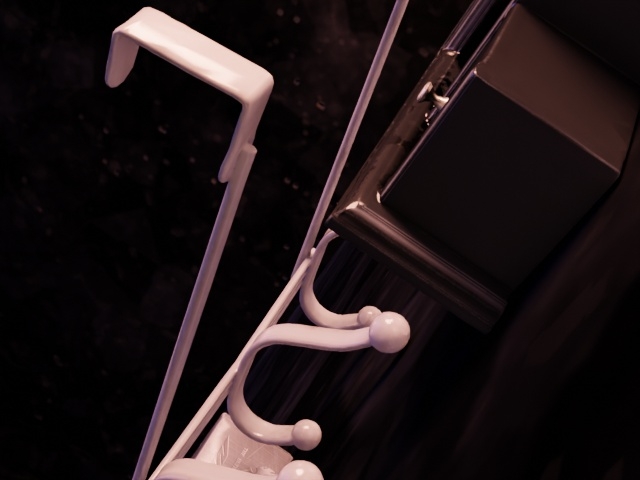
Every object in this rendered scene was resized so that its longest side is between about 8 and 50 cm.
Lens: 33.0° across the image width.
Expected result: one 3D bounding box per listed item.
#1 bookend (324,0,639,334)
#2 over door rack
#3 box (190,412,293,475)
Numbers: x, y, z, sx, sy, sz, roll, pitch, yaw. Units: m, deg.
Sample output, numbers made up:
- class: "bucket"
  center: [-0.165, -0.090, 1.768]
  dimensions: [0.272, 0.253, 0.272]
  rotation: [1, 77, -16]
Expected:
- class: "bookend"
  center: [0.091, -0.075, 0.398]
  dimensions: [0.156, 0.072, 0.157]
  rotation: [-55, 2, 41]
- class: "over door rack"
  center: [0.000, 0.000, 0.538]
  dimensions: [0.239, 0.108, 0.324]
  rotation: [-56, -20, -47]
- class: "box"
  center: [-0.118, 0.241, 0.675]
  dimensions: [0.231, 0.056, 0.183]
  rotation: [-57, 2, -43]
